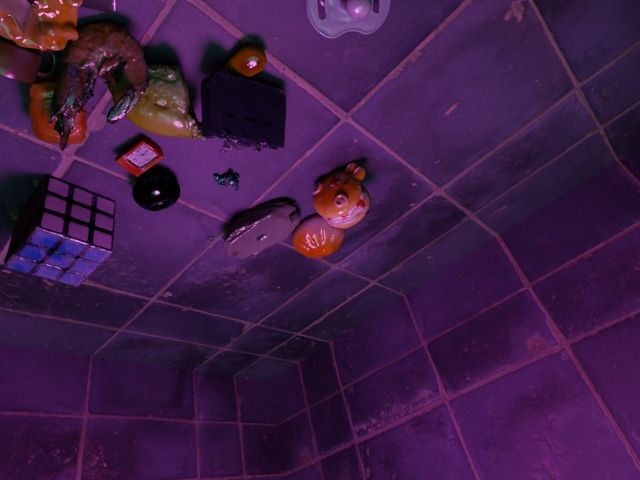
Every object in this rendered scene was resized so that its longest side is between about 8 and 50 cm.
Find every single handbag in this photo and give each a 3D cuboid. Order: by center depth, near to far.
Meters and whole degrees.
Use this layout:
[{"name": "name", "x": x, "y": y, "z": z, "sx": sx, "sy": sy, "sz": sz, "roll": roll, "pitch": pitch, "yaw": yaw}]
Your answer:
[{"name": "handbag", "x": -0.281, "y": -0.448, "z": 1.593, "sx": 0.326, "sy": 0.269, "sz": 0.118, "roll": 3, "pitch": 178, "yaw": -40}]

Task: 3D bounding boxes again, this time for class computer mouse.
[{"name": "computer mouse", "x": -0.308, "y": -0.065, "z": 2.210, "sx": 0.429, "sy": 0.145, "sz": 0.228, "roll": -28, "pitch": 136, "yaw": -3}]

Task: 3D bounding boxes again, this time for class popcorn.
[{"name": "popcorn", "x": -0.775, "y": -0.672, "z": 1.147, "sx": 0.316, "sy": 0.281, "sz": 0.297, "roll": 40, "pitch": 126, "yaw": -9}]

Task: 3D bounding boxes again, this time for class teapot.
[{"name": "teapot", "x": -0.925, "y": -0.581, "z": 1.297, "sx": 0.268, "sy": 0.186, "sz": 0.175, "roll": 3, "pitch": 115, "yaw": -60}]

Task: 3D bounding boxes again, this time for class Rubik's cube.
[{"name": "Rubik's cube", "x": -1.082, "y": -0.031, "z": 1.830, "sx": 0.305, "sy": 0.303, "sz": 0.301, "roll": -35, "pitch": 140, "yaw": 26}]

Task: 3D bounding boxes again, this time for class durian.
[{"name": "durian", "x": -0.568, "y": -0.492, "z": 1.530, "sx": 0.340, "sy": 0.204, "sz": 0.255, "roll": 1, "pitch": 120, "yaw": -11}]

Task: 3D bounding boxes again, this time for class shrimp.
[{"name": "shrimp", "x": -0.720, "y": -0.473, "z": 1.397, "sx": 0.272, "sy": 0.085, "sz": 0.445, "roll": 30, "pitch": 97, "yaw": -5}]

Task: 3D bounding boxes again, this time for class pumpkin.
[{"name": "pumpkin", "x": -0.705, "y": -0.212, "z": 1.869, "sx": 0.202, "sy": 0.140, "sz": 0.202, "roll": -19, "pitch": 165, "yaw": -6}]

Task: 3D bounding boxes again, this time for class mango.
[{"name": "mango", "x": -0.270, "y": -0.631, "z": 1.544, "sx": 0.161, "sy": 0.076, "sz": 0.103, "roll": -22, "pitch": 148, "yaw": 13}]

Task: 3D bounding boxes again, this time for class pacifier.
[{"name": "pacifier", "x": 0.104, "y": -0.772, "z": 1.384, "sx": 0.287, "sy": 0.225, "sz": 0.238, "roll": -9, "pitch": 124, "yaw": -11}]

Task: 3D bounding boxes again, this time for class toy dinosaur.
[{"name": "toy dinosaur", "x": -0.419, "y": -0.270, "z": 1.977, "sx": 0.096, "sy": 0.059, "sz": 0.132, "roll": -25, "pitch": 135, "yaw": 25}]

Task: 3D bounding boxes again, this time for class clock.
[{"name": "clock", "x": -0.730, "y": -0.344, "z": 1.758, "sx": 0.155, "sy": 0.061, "sz": 0.113, "roll": -30, "pitch": 141, "yaw": 12}]

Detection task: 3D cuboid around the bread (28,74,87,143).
[{"name": "bread", "x": -0.906, "y": -0.450, "z": 1.503, "sx": 0.174, "sy": 0.121, "sz": 0.245, "roll": 6, "pitch": 134, "yaw": -25}]

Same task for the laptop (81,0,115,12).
[{"name": "laptop", "x": -0.734, "y": -0.771, "z": 1.239, "sx": 0.269, "sy": 0.015, "sz": 0.187, "roll": 2, "pitch": 140, "yaw": -22}]

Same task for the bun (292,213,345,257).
[{"name": "bun", "x": 0.000, "y": 0.000, "z": 2.384, "sx": 0.299, "sy": 0.164, "sz": 0.299, "roll": -10, "pitch": 145, "yaw": -7}]

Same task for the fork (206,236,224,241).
[{"name": "fork", "x": -0.492, "y": 0.002, "z": 2.324, "sx": 0.235, "sy": 0.021, "sz": 0.039, "roll": 4, "pitch": 143, "yaw": -27}]

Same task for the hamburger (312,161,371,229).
[{"name": "hamburger", "x": 0.111, "y": -0.219, "z": 2.081, "sx": 0.303, "sy": 0.261, "sz": 0.186, "roll": -38, "pitch": 137, "yaw": -1}]
